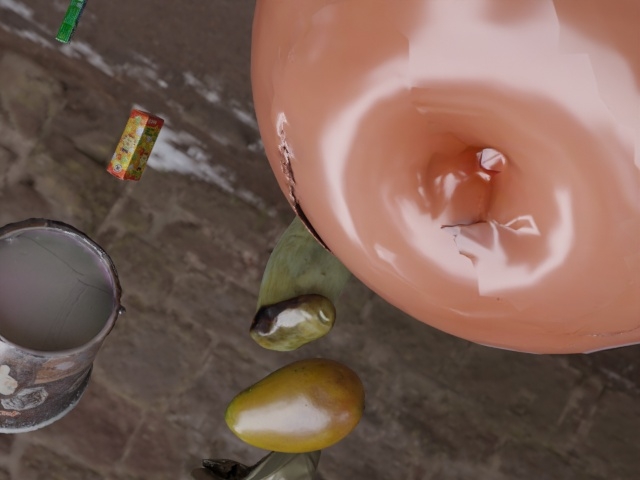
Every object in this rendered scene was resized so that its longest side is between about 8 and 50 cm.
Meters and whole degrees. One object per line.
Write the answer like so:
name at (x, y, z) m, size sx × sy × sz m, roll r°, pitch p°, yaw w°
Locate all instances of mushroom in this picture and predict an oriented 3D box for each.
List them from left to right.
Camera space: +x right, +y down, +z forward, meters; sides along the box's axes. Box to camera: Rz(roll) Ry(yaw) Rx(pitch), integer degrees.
mushroom at (0.003, -0.001, 1.219) m, size 0.107 × 0.333 × 0.087 m, roll -26°, pitch 113°, yaw 33°

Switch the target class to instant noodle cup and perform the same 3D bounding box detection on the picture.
instant noodle cup at (-0.346, 0.095, 1.272) m, size 0.217 × 0.217 × 0.207 m, roll 32°, pitch 143°, yaw -9°

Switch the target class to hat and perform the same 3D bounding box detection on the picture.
hat at (-0.082, 0.323, 1.377) m, size 0.173 × 0.166 × 0.144 m, roll -66°, pitch -43°, yaw -73°

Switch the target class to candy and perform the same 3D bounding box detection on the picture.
candy at (-0.322, -0.165, 1.877) m, size 0.038 × 0.122 × 0.062 m, roll 27°, pitch -172°, yaw 18°

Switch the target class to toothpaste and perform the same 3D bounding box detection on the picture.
toothpaste at (-0.385, -0.346, 1.668) m, size 0.020 × 0.083 × 0.017 m, roll 21°, pitch 178°, yaw 5°

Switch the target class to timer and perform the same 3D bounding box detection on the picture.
timer at (0.091, -0.073, 0.424) m, size 0.230 × 0.215 × 0.229 m, roll 16°, pitch 128°, yaw 21°

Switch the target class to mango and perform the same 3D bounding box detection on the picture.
mango at (-0.026, 0.200, 1.275) m, size 0.111 × 0.163 × 0.089 m, roll 58°, pitch -167°, yaw -16°
